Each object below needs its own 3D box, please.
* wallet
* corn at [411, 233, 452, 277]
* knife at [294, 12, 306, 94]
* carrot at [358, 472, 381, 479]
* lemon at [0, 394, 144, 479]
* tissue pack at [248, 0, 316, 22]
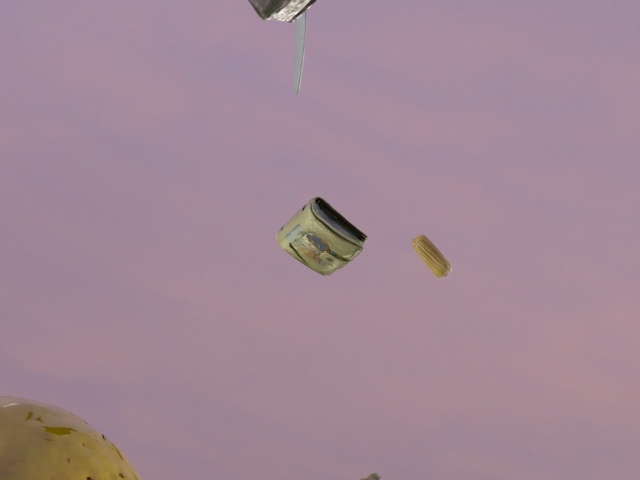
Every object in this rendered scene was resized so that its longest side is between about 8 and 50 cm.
[{"bbox_3d":[0.000,0.000,1.464,0.110,0.039,0.155,38,-26,-6],"label":"wallet"},{"bbox_3d":[0.201,0.028,1.759,0.092,0.037,0.037,51,-32,13],"label":"corn"},{"bbox_3d":[-0.028,-0.354,1.481,0.034,0.260,0.063,1,-8,-20],"label":"knife"},{"bbox_3d":[0.012,0.385,1.081,0.062,0.271,0.066,16,-24,28],"label":"carrot"},{"bbox_3d":[-0.217,0.231,0.563,0.258,0.310,0.258,16,-53,22],"label":"lemon"},{"bbox_3d":[-0.012,-0.500,1.290,0.361,0.122,0.259,-42,-103,27],"label":"tissue pack"}]
